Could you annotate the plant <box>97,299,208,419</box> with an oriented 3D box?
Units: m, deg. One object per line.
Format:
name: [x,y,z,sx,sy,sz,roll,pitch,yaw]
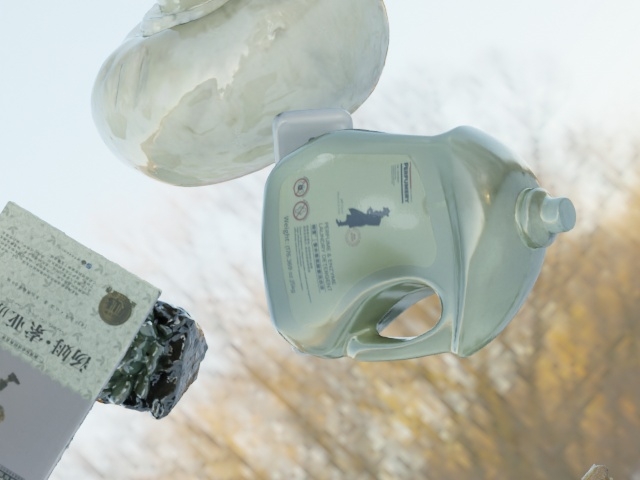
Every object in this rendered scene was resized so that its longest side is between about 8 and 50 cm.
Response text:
plant: [-0.204,0.127,2.183,0.194,0.129,0.132,9,-88,-75]

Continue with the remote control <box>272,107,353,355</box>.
remote control: [0.000,0.000,1.662,0.029,0.067,0.261,-93,-1,-52]

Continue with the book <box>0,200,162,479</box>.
book: [-0.208,0.079,1.333,0.182,0.127,0.014,-58,-2,-4]

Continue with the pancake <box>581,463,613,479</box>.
pancake: [0.251,0.337,1.616,0.212,0.257,0.056,-32,-16,-36]

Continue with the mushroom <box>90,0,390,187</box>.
mushroom: [-0.080,-0.191,1.921,0.315,0.315,0.356,-45,-19,-17]

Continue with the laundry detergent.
laundry detergent: [0.075,-0.001,1.449,0.253,0.181,0.091,-7,-12,37]
